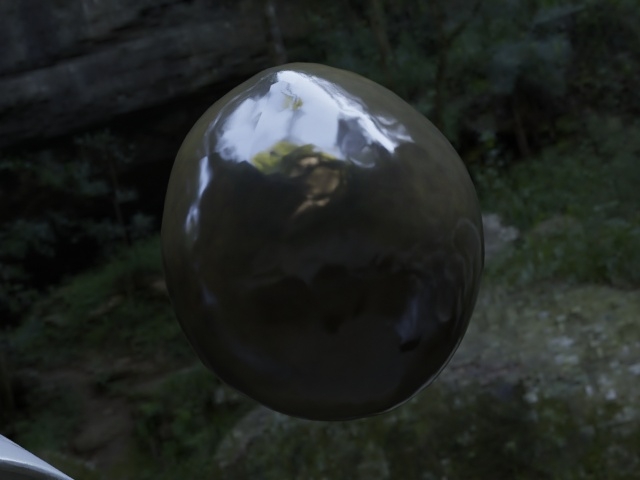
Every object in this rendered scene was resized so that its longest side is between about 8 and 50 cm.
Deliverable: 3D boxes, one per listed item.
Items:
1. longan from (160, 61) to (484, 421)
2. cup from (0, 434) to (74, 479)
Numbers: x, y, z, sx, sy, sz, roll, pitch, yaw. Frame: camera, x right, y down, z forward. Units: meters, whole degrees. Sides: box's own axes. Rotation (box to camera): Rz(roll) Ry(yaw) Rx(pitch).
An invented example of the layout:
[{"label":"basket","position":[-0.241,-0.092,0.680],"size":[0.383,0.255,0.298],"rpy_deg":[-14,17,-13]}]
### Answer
[{"label":"longan","position":[0.000,0.000,0.690],"size":[0.167,0.187,0.167],"rpy_deg":[-17,-25,-8]},{"label":"cup","position":[-0.155,0.119,0.439],"size":[0.173,0.134,0.142],"rpy_deg":[20,-6,-27]}]
